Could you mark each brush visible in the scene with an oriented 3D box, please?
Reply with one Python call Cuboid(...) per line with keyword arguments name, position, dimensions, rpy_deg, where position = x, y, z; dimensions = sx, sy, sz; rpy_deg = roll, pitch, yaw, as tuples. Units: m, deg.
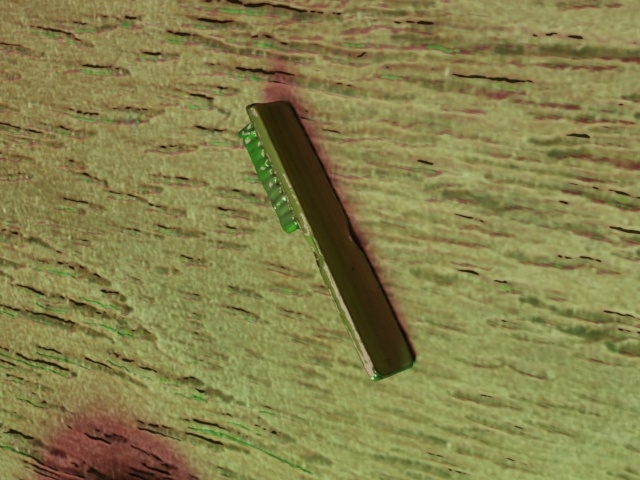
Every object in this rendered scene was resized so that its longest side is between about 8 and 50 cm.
Cuboid(name="brush", position=(0.000, 0.000, 1.298), dimensions=(0.048, 0.054, 0.282), rpy_deg=(-41, 71, 46))
